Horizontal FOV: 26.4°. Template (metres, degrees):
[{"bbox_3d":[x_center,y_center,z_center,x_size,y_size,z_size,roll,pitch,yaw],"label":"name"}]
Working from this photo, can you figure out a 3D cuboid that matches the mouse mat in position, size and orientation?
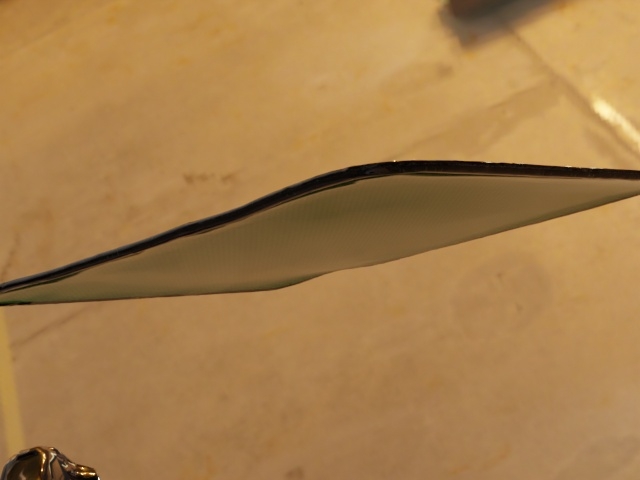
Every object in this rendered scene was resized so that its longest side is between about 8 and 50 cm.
[{"bbox_3d":[0.000,0.000,0.429,0.189,0.007,0.152,-15,171,41],"label":"mouse mat"}]

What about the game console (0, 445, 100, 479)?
[{"bbox_3d":[-0.077,0.196,0.427,0.044,0.213,0.361,-19,-159,1],"label":"game console"}]
